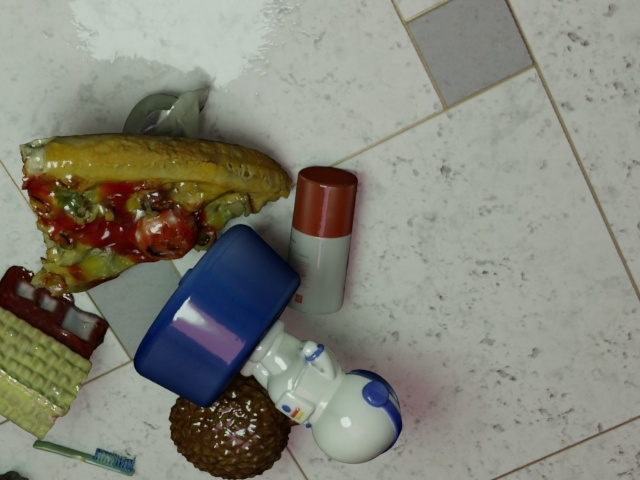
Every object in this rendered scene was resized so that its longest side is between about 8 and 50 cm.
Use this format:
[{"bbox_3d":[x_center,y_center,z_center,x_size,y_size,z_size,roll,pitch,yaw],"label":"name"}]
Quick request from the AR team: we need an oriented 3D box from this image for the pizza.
[{"bbox_3d":[-0.286,-0.013,1.584,0.440,0.130,0.406,3,146,-41],"label":"pizza"}]

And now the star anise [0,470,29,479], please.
[{"bbox_3d":[-0.636,0.474,1.832,0.332,0.117,0.331,-1,104,-4],"label":"star anise"}]

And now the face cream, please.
[{"bbox_3d":[0.000,0.000,1.659,0.096,0.096,0.214,6,111,-3],"label":"face cream"}]

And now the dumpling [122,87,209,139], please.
[{"bbox_3d":[-0.237,-0.159,1.574,0.188,0.127,0.108,-35,101,6],"label":"dumpling"}]

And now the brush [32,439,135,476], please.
[{"bbox_3d":[-0.403,0.366,1.834,0.179,0.033,0.030,19,104,-8],"label":"brush"}]

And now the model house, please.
[{"bbox_3d":[-0.464,0.189,1.645,0.196,0.254,0.160,38,110,-14],"label":"model house"}]

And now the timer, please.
[{"bbox_3d":[-0.049,0.186,1.569,0.384,0.270,0.270,36,107,1],"label":"timer"}]

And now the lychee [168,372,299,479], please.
[{"bbox_3d":[-0.130,0.296,1.726,0.238,0.200,0.200,-5,112,10],"label":"lychee"}]
